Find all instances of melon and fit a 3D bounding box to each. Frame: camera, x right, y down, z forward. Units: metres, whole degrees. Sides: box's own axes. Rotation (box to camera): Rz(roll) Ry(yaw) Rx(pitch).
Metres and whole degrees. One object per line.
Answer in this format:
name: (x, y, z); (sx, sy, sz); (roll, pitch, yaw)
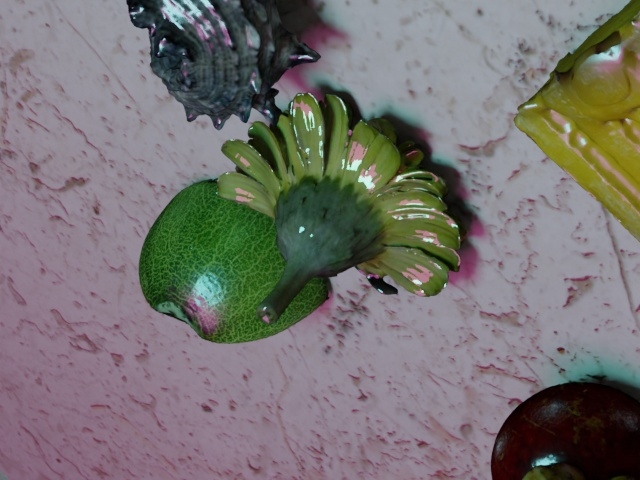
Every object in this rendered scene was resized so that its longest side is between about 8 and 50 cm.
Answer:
melon: (-0.136, 0.026, 2.438); (0.265, 0.169, 0.129); (27, 141, 21)

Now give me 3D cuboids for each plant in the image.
plant: (0.026, -0.001, 2.230); (0.306, 0.297, 0.261); (-9, 153, 33)

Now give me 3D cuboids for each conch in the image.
conch: (-0.129, -0.268, 2.128); (0.240, 0.186, 0.313); (45, 167, 51)

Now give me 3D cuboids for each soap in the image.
soap: (0.361, -0.101, 1.803); (0.281, 0.143, 0.259); (46, 151, -2)

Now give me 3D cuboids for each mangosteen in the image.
mangosteen: (0.300, 0.283, 2.181); (0.215, 0.257, 0.215); (7, 115, 16)
